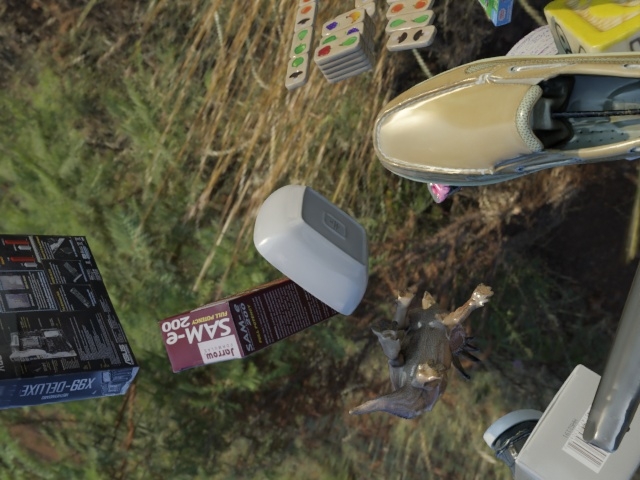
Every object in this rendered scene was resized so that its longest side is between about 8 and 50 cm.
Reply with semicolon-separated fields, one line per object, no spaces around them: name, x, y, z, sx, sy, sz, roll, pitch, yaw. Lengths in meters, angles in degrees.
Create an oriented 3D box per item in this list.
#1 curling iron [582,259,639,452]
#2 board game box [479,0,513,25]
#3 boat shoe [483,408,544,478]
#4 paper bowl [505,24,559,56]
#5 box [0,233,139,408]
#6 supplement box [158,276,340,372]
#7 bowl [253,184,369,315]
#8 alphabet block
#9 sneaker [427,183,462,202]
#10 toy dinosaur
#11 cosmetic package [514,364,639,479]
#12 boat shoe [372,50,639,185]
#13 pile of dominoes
curling iron;0.199;-0.015;0.397;0.035;0.274;0.068;18;161;26
board game box;0.334;-0.568;1.516;0.039;0.211;0.160;-19;149;-3
boat shoe;0.384;0.330;1.185;0.303;0.091;0.114;4;131;-35
paper bowl;0.468;-0.273;1.482;0.148;0.284;0.284;43;173;40
box;-0.462;0.120;1.208;0.243;0.307;0.076;1;135;-42
supplement box;-0.076;0.096;0.976;0.130;0.073;0.239;-18;180;36
bowl;0.000;0.000;0.816;0.142;0.142;0.053;37;115;-15
alphabet block;0.463;-0.268;1.060;0.194;0.192;0.197;-27;124;9
sneaker;0.195;-0.100;1.052;0.057;0.047;0.119;-14;156;-19
toy dinosaur;0.153;0.176;1.079;0.127;0.295;0.200;19;141;22
cosmetic package;0.285;0.240;0.815;0.107;0.127;0.238;32;164;22
boat shoe;0.107;-0.064;0.376;0.190;0.068;0.072;-8;-172;28
pile of dominoes;0.044;-0.298;0.930;0.196;0.251;0.040;-16;136;23
